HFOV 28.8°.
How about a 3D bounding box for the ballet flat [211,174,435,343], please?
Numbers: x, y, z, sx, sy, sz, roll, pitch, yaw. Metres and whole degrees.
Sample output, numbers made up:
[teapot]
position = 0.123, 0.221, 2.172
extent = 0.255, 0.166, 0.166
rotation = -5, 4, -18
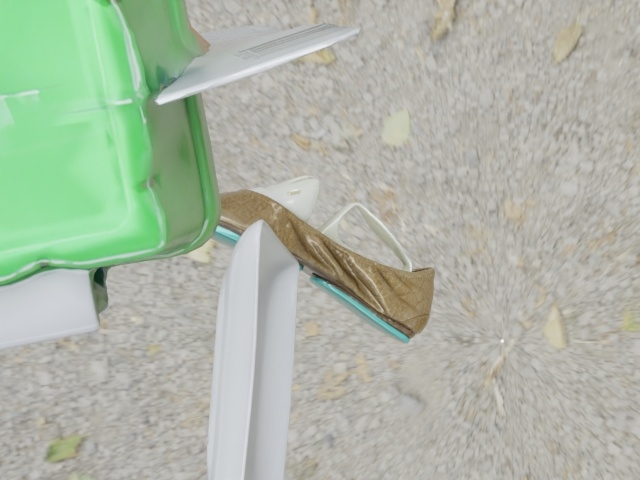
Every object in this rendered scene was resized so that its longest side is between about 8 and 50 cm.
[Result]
[ballet flat]
position = 0.000, 0.000, 1.486
extent = 0.342, 0.116, 0.124
rotation = 29, 82, -18

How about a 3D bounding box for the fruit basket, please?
[fruit basket]
position = -0.170, -0.050, 0.544
extent = 0.327, 0.353, 0.165
rotation = -11, 97, -9

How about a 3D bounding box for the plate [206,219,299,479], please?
[plate]
position = -0.064, 0.136, 1.195
extent = 0.045, 0.277, 0.278
rotation = 3, 81, 6
